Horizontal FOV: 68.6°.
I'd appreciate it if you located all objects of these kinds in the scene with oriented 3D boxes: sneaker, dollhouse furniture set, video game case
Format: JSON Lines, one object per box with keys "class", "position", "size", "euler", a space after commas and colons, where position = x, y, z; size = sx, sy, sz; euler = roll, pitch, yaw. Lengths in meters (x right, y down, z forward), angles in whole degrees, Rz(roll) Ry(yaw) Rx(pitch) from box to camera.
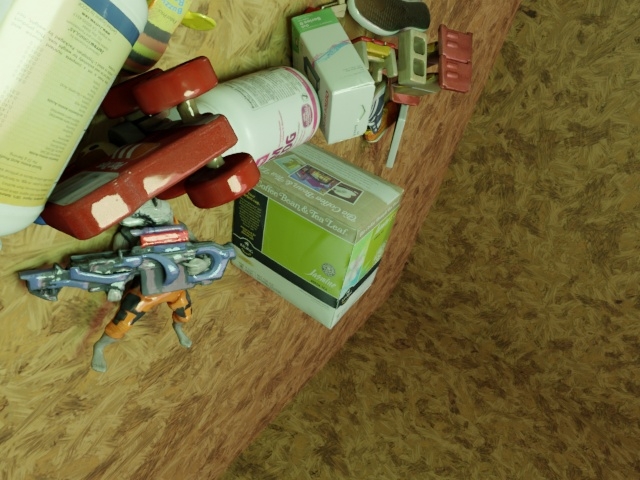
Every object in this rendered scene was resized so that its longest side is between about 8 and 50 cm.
{"class": "sneaker", "position": [0.103, -0.354, 1.330], "size": [0.282, 0.099, 0.153], "euler": [-47, 155, -38]}
{"class": "sneaker", "position": [0.205, -0.404, 1.562], "size": [0.175, 0.064, 0.067], "euler": [-57, 147, -19]}
{"class": "dollhouse furniture set", "position": [0.186, -0.451, 1.173], "size": [0.374, 0.201, 0.152], "euler": [-3, 94, -35]}
{"class": "sneaker", "position": [0.143, -0.543, 1.148], "size": [0.290, 0.123, 0.105], "euler": [-12, 104, -45]}
{"class": "video game case", "position": [0.272, -0.414, 1.590], "size": [0.204, 0.025, 0.285], "euler": [98, 7, -52]}

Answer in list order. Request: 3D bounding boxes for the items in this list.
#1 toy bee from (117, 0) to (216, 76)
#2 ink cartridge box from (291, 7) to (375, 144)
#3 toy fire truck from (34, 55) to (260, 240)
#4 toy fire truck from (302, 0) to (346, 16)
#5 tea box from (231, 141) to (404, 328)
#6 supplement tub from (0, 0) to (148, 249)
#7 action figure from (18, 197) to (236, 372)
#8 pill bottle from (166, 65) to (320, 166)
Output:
{"class": "toy bee", "position": [-0.191, -0.332, 0.568], "size": [0.195, 0.162, 0.298], "euler": [-29, 144, -52]}
{"class": "ink cartridge box", "position": [0.019, -0.327, 0.944], "size": [0.093, 0.212, 0.154], "euler": [-21, 157, -11]}
{"class": "toy fire truck", "position": [-0.248, -0.100, 0.601], "size": [0.254, 0.302, 0.169], "euler": [-40, 122, -31]}
{"class": "toy fire truck", "position": [0.021, -0.490, 1.014], "size": [0.135, 0.047, 0.192], "euler": [-55, 159, -11]}
{"class": "tea box", "position": [-0.022, -0.028, 1.148], "size": [0.220, 0.329, 0.323], "euler": [-40, 153, -42]}
{"class": "supplement tub", "position": [-0.325, -0.142, 0.410], "size": [0.316, 0.228, 0.228], "euler": [-60, 160, 1]}
{"class": "action figure", "position": [-0.348, 0.066, 0.845], "size": [0.342, 0.178, 0.329], "euler": [1, 114, -37]}
{"class": "pill bottle", "position": [-0.140, -0.211, 0.857], "size": [0.283, 0.160, 0.160], "euler": [-39, 152, -44]}
